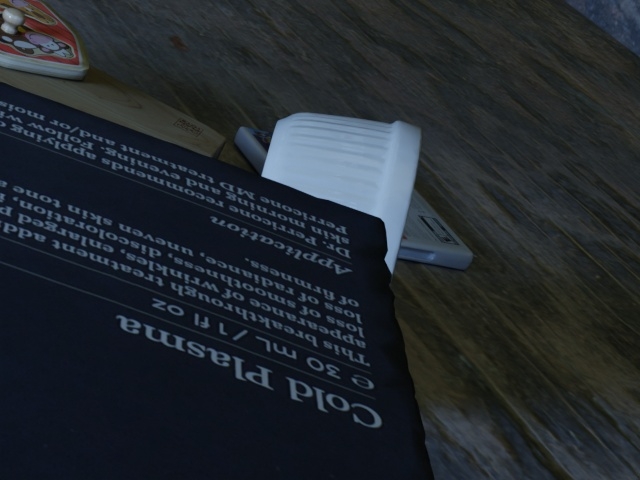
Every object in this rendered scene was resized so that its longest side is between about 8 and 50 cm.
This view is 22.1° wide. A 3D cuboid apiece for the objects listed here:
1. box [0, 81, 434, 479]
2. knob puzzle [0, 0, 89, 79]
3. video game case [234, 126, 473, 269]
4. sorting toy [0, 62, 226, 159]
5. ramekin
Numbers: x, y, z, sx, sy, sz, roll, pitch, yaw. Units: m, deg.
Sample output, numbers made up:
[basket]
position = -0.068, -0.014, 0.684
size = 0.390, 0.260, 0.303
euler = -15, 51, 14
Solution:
[box]
position = -0.157, 0.075, 0.372
size = 0.343, 0.179, 0.312
euler = 20, 21, -12
[knob puzzle]
position = -0.272, -0.193, 1.361
size = 0.213, 0.030, 0.213
euler = 23, 21, -10
[video game case]
position = 0.031, -0.042, 1.610
size = 0.183, 0.023, 0.201
euler = 10, 26, -33
[sorting toy]
position = -0.233, -0.071, 1.294
size = 0.257, 0.089, 0.255
euler = 28, 21, 1
[ramekin]
position = 0.000, 0.000, 1.240
size = 0.109, 0.207, 0.207
euler = 15, 22, -1
